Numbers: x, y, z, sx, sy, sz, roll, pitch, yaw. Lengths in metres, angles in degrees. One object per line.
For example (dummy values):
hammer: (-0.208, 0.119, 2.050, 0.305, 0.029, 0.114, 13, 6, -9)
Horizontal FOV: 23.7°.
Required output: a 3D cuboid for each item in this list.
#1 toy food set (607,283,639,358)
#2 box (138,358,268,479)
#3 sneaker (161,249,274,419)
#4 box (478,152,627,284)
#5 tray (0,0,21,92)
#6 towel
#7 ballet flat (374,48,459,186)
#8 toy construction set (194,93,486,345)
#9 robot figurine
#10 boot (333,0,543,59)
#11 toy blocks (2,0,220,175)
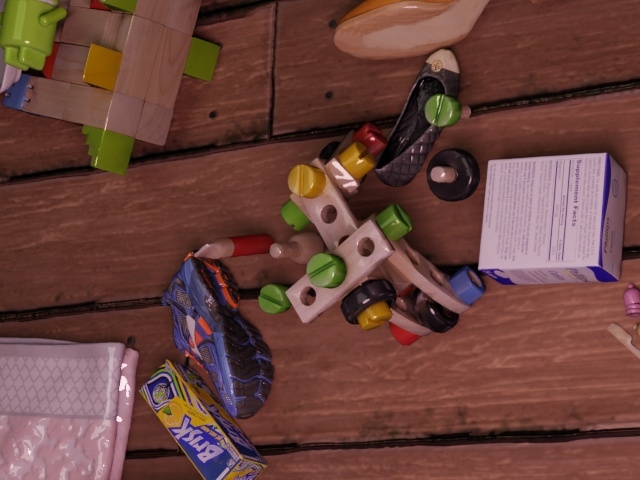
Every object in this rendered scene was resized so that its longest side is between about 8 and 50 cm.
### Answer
toy food set: (0.350, 0.061, 1.557, 0.122, 0.019, 0.078, -49, 57, 7)
box: (-0.136, 0.216, 1.758, 0.054, 0.059, 0.169, -49, 56, 9)
sneaker: (-0.123, 0.119, 1.784, 0.087, 0.083, 0.221, -43, 51, 26)
box: (0.247, -0.021, 1.613, 0.137, 0.072, 0.126, -2, 72, 30)
tray: (-0.440, -0.248, 2.043, 0.270, 0.030, 0.145, -5, 74, 62)
towel: (-0.387, 0.274, 1.888, 0.332, 0.053, 0.316, 0, 73, 31)
ballet flat: (0.114, -0.141, 1.744, 0.057, 0.049, 0.173, 20, 84, 32)
toy construction set: (0.000, 0.000, 1.625, 0.309, 0.237, 0.257, -13, 86, 31)
robot figurine: (-0.360, -0.270, 1.884, 0.101, 0.067, 0.115, 3, 81, 34)
boot: (0.145, -0.343, 1.777, 0.295, 0.104, 0.211, -17, 60, 19)
toy blocks: (-0.279, -0.288, 1.963, 0.261, 0.191, 0.381, 16, 91, 46)
